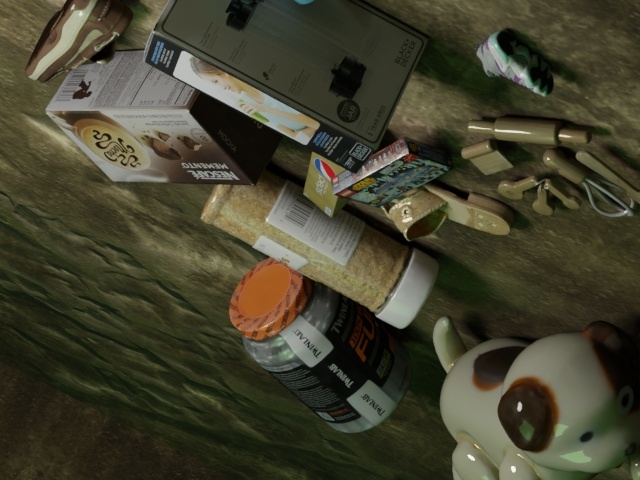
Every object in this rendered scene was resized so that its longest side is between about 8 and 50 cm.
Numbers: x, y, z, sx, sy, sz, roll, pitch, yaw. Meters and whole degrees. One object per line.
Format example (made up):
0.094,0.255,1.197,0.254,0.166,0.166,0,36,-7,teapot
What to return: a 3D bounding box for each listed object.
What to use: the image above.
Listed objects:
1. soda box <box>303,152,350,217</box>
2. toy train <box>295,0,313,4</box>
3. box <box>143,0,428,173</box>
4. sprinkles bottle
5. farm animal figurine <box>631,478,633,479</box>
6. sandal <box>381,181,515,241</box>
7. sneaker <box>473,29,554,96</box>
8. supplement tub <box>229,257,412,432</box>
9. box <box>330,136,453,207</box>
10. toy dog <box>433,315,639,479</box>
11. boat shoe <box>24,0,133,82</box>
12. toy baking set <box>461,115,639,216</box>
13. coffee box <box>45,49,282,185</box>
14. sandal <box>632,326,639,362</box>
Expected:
0.024,-0.104,1.934,0.058,0.061,0.181,41,158,11,soda box
0.013,-0.319,1.491,0.248,0.105,0.143,0,156,44,toy train
-0.041,-0.224,1.644,0.289,0.169,0.087,27,158,-6,box
0.000,0.000,2.111,0.355,0.121,0.121,29,156,-6,sprinkles bottle
0.614,0.464,2.345,0.172,0.330,0.327,33,-177,-22,farm animal figurine
0.144,-0.034,1.950,0.240,0.079,0.088,16,154,22,sandal
0.217,-0.197,1.608,0.098,0.038,0.069,44,153,-16,sneaker
-0.001,0.172,2.370,0.193,0.194,0.316,1,147,44,supplement tub
0.094,-0.088,1.857,0.137,0.027,0.094,-28,151,37,box
0.353,0.250,2.124,0.395,0.284,0.408,63,164,6,toy dog
-0.330,-0.267,1.929,0.095,0.095,0.257,27,156,-19,boat shoe
0.303,-0.090,1.753,0.256,0.030,0.197,6,152,37,toy baking set
-0.216,-0.173,1.971,0.297,0.119,0.168,4,147,40,coffee box
0.558,0.174,1.950,0.302,0.086,0.120,9,151,46,sandal
